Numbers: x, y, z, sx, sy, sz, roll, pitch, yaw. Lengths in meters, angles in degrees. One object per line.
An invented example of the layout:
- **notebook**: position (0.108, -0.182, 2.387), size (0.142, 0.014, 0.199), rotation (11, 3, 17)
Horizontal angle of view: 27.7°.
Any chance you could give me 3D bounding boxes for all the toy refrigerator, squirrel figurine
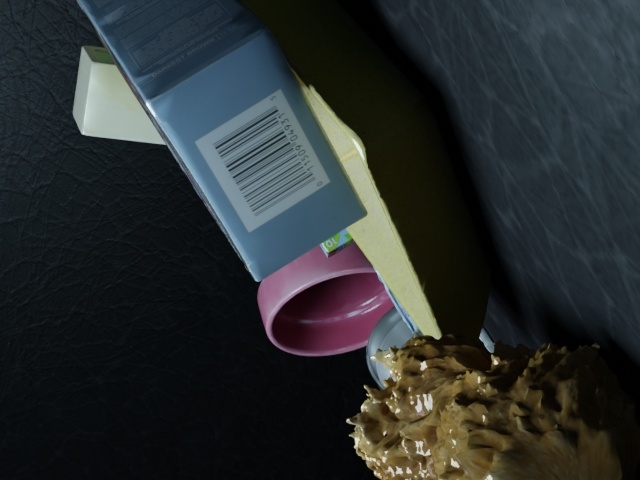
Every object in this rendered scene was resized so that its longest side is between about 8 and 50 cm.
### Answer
- **toy refrigerator**: position (-0.143, -0.164, 1.511), size (0.102, 0.269, 0.094), rotation (-130, 49, -65)
- **squirrel figurine**: position (0.187, 0.247, 1.024), size (0.370, 0.281, 0.397), rotation (-2, -106, -83)

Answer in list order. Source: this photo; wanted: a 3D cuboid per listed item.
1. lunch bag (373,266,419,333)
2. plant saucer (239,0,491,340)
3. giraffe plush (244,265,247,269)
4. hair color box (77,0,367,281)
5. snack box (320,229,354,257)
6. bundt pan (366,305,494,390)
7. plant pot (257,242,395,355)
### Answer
- **lunch bag**: position (0.104, 0.043, 1.375), size (0.083, 0.071, 0.053), rotation (58, 180, -21)
- **plant saucer**: position (0.039, -0.086, 1.159), size (0.333, 0.081, 0.333), rotation (56, 175, 42)
- **giraffe plush**: position (0.000, 0.000, 1.913), size (0.210, 0.181, 0.170), rotation (18, 169, 24)
- **hair color box**: position (-0.103, -0.135, 1.149), size (0.185, 0.113, 0.374), rotation (61, 176, -30)
- **snack box**: position (0.014, -0.067, 1.432), size (0.141, 0.100, 0.037), rotation (58, 175, 10)
- **bundt pan**: position (0.163, 0.207, 1.514), size (0.331, 0.124, 0.331), rotation (57, 176, 6)
- **plant pot**: position (0.009, 0.021, 1.646), size (0.201, 0.201, 0.180), rotation (65, -172, -57)
